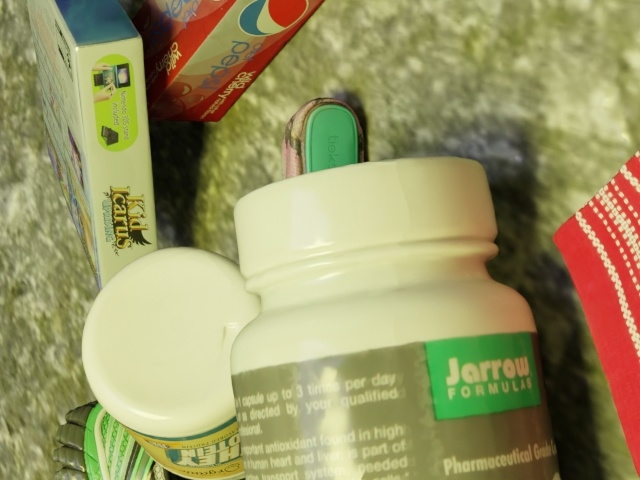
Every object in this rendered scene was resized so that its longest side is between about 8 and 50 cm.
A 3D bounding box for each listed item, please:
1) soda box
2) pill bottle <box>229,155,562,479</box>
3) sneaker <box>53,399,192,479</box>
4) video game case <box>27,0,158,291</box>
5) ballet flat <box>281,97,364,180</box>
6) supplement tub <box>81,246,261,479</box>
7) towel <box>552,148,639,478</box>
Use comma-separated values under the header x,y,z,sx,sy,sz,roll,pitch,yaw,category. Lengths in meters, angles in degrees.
x,y,z,sx,sy,sz,roll,pitch,yaw,category
-0.072,-0.203,1.068,0.263,0.083,0.092,-41,60,47,soda box
0.050,0.140,0.827,0.204,0.204,0.361,-18,78,52,pill bottle
-0.115,0.293,1.112,0.146,0.134,0.344,-20,87,20,sneaker
-0.214,-0.127,1.180,0.269,0.061,0.244,-123,28,-51,video game case
0.000,0.000,1.005,0.079,0.076,0.222,157,112,-70,ballet flat
-0.092,0.106,0.999,0.200,0.144,0.144,72,175,-65,supplement tub
0.216,0.011,0.672,0.275,0.031,0.199,120,141,-57,towel
